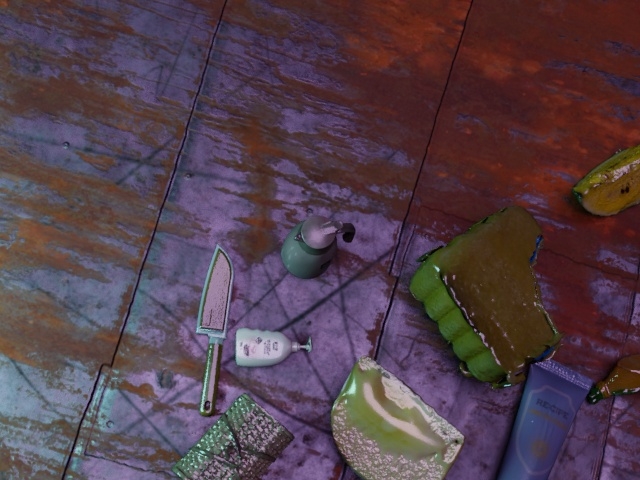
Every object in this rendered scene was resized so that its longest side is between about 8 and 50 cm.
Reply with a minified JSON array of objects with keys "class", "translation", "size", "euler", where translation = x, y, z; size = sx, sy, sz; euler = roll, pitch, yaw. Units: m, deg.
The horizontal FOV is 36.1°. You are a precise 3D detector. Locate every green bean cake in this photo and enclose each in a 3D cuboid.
[{"class":"green bean cake","translation":[0.353,0.118,1.954],"size":[0.285,0.202,0.309],"euler":[-27,82,-25]}]

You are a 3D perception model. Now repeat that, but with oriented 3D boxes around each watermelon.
[{"class":"watermelon","translation":[0.657,-0.142,2.082],"size":[0.301,0.129,0.123],"euler":[-29,79,-8]}]

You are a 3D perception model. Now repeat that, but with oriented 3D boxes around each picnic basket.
[{"class":"picnic basket","translation":[-0.163,0.395,1.823],"size":[0.134,0.154,0.196],"euler":[43,75,4]}]

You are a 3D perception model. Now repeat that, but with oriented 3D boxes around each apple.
[{"class":"apple","translation":[0.130,0.370,1.892],"size":[0.265,0.120,0.193],"euler":[38,87,6]}]

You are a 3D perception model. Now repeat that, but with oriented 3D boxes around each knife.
[{"class":"knife","translation":[-0.214,0.173,1.937],"size":[0.061,0.027,0.342],"euler":[8,75,-2]}]

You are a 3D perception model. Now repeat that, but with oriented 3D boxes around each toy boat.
[{"class":"toy boat","translation":[0.656,0.285,2.010],"size":[0.230,0.089,0.088],"euler":[-4,116,-9]}]

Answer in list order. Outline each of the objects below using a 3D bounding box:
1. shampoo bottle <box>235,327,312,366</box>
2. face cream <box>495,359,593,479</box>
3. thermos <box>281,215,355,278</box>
[{"class":"shampoo bottle","translation":[-0.091,0.211,1.935],"size":[0.152,0.045,0.077],"euler":[3,75,-8]},{"class":"face cream","translation":[0.416,0.415,1.937],"size":[0.136,0.086,0.385],"euler":[27,69,0]},{"class":"thermos","translation":[0.000,0.000,1.923],"size":[0.137,0.193,0.105],"euler":[-12,77,-11]}]
